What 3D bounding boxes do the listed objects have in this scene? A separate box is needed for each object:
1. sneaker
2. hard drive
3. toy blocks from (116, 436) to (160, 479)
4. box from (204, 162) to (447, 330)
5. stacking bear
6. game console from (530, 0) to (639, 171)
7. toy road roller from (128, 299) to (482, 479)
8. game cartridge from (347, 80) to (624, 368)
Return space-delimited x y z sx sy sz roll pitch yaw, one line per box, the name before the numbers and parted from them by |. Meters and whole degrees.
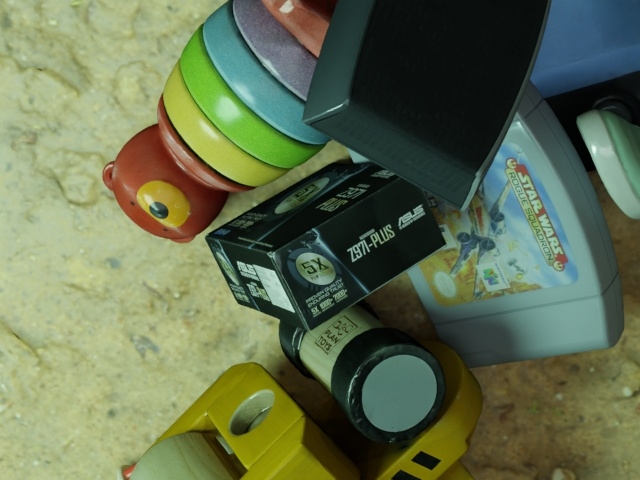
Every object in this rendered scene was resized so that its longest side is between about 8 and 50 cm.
sneaker | 0.333 -0.077 1.141 0.151 0.094 0.256 -33 142 27
hard drive | 0.100 -0.170 1.055 0.172 0.054 0.255 28 67 -17
toy blocks | -0.143 0.259 1.337 0.148 0.054 0.123 -38 102 12
box | 0.000 0.000 1.163 0.147 0.180 0.078 -30 105 -17
stacking bear | -0.074 -0.111 1.169 0.175 0.164 0.289 39 115 -20
game console | 0.269 -0.264 1.161 0.341 0.060 0.387 -14 107 6
toy road roller | 0.010 0.222 1.221 0.329 0.202 0.241 -42 114 -6
game cartridge | 0.153 -0.022 1.194 0.198 0.062 0.297 -12 111 44
